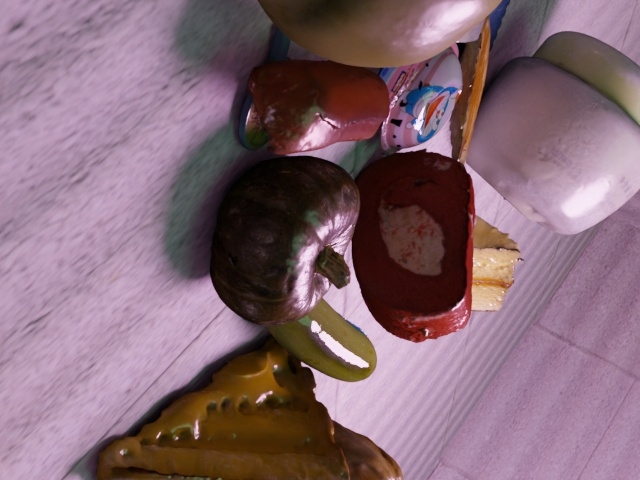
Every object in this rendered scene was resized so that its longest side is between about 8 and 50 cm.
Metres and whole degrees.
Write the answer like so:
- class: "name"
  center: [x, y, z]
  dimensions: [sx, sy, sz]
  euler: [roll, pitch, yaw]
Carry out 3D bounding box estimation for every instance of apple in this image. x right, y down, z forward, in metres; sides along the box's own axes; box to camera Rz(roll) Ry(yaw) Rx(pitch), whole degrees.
- class: "apple"
  center: [0.054, -0.281, 0.898]
  dimensions: [0.262, 0.262, 0.262]
  euler: [-49, 156, -30]

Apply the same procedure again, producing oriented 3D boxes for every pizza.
- class: "pizza"
  center: [0.227, -0.223, 1.571]
  dimensions: [0.181, 0.034, 0.262]
  euler: [-12, 112, -77]

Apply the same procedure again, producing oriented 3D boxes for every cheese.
- class: "cheese"
  center: [0.126, -0.204, 1.401]
  dimensions: [0.189, 0.074, 0.286]
  euler: [-60, 160, 8]

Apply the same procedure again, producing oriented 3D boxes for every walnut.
- class: "walnut"
  center: [-0.014, 0.399, 1.591]
  dimensions: [0.283, 0.283, 0.227]
  euler: [-65, 173, 11]

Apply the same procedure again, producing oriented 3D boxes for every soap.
- class: "soap"
  center: [-0.163, 0.246, 1.373]
  dimensions: [0.339, 0.304, 0.169]
  euler: [10, 121, -27]

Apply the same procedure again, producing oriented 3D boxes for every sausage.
- class: "sausage"
  center: [0.008, -0.153, 1.122]
  dimensions: [0.102, 0.102, 0.330]
  euler: [-67, 167, 15]

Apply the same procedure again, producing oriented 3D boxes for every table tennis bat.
- class: "table tennis bat"
  center: [-0.054, -0.168, 1.114]
  dimensions: [0.100, 0.019, 0.155]
  euler: [-38, 151, -51]

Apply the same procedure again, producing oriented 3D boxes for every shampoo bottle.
- class: "shampoo bottle"
  center: [0.431, -0.182, 1.802]
  dimensions: [0.317, 0.322, 0.322]
  euler: [-55, 160, 0]

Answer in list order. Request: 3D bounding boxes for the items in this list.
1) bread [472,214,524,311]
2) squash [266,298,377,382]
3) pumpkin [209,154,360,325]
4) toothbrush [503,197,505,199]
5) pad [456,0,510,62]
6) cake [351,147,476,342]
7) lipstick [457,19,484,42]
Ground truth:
- class: "bread"
  center: [0.305, 0.057, 2.121]
  dimensions: [0.178, 0.141, 0.266]
  euler: [-11, 144, -9]
- class: "squash"
  center: [-0.019, 0.120, 1.410]
  dimensions: [0.094, 0.094, 0.341]
  euler: [-57, 138, -11]
- class: "pumpkin"
  center: [-0.033, 0.006, 1.193]
  dimensions: [0.219, 0.162, 0.219]
  euler: [-53, 162, -25]
- class: "toothbrush"
  center: [0.471, -0.221, 2.268]
  dimensions: [0.028, 0.026, 0.294]
  euler: [-48, 161, -71]
- class: "pad"
  center: [0.246, -0.365, 1.570]
  dimensions: [0.270, 0.012, 0.269]
  euler: [-30, 144, -54]
- class: "cake"
  center: [0.137, 0.006, 1.499]
  dimensions: [0.151, 0.177, 0.283]
  euler: [64, 28, -65]
- class: "lipstick"
  center: [0.210, -0.395, 1.349]
  dimensions: [0.079, 0.077, 0.252]
  euler: [-22, 138, -50]
